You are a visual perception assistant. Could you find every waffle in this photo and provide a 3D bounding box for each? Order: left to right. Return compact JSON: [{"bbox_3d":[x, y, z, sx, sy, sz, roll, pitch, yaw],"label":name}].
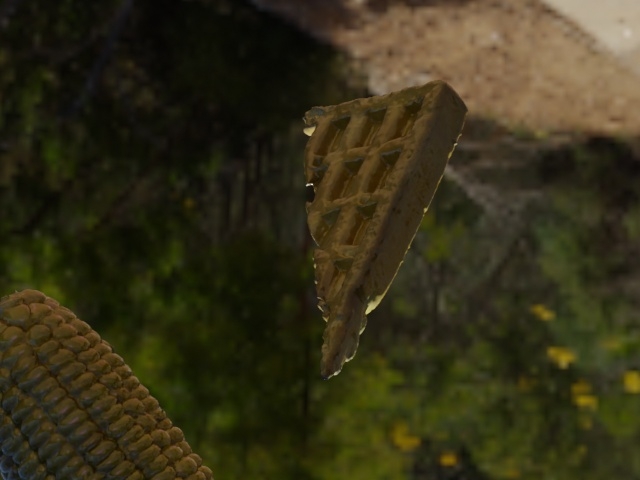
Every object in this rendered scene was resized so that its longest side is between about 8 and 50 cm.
[{"bbox_3d":[0.000,0.000,1.030,0.125,0.191,0.032,-6,137,45],"label":"waffle"}]

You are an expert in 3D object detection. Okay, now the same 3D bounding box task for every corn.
[{"bbox_3d":[-0.091,0.152,1.000,0.101,0.291,0.101,-34,171,-6],"label":"corn"}]
